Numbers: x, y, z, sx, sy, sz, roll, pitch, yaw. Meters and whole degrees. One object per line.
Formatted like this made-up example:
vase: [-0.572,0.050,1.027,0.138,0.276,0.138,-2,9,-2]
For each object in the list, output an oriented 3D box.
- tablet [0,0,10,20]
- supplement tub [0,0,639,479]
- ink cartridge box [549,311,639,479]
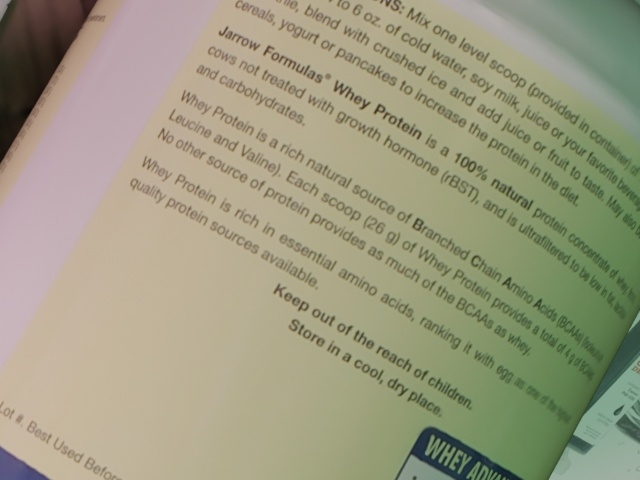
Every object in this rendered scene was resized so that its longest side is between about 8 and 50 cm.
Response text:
tablet: [-0.182,-0.107,0.620,0.083,0.006,0.054,21,118,-26]
supplement tub: [0.000,0.000,0.537,0.235,0.235,0.325,33,84,-31]
ink cartridge box: [0.148,0.084,0.753,0.218,0.092,0.158,-47,123,2]
